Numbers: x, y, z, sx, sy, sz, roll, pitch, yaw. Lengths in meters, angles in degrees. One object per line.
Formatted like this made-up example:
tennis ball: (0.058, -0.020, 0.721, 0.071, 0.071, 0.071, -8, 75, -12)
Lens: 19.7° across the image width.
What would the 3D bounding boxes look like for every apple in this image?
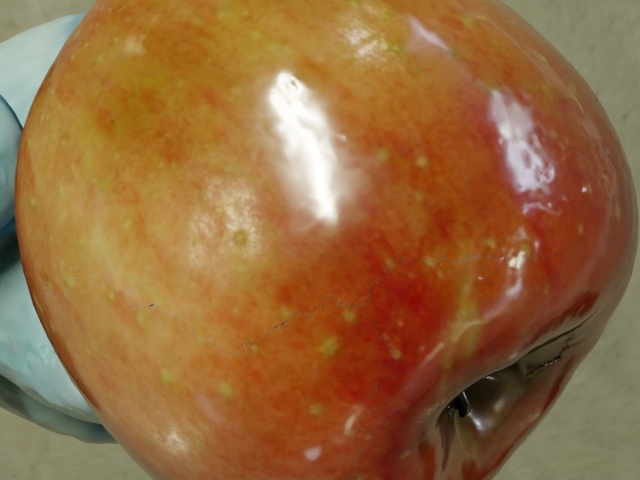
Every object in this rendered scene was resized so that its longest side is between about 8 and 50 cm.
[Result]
apple: (0.000, 0.000, 0.562, 0.168, 0.181, 0.181, 35, 86, 25)

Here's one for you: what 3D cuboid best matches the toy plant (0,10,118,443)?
toy plant: (-0.167, 0.000, 0.757, 0.332, 0.247, 0.247, 20, 84, 26)
